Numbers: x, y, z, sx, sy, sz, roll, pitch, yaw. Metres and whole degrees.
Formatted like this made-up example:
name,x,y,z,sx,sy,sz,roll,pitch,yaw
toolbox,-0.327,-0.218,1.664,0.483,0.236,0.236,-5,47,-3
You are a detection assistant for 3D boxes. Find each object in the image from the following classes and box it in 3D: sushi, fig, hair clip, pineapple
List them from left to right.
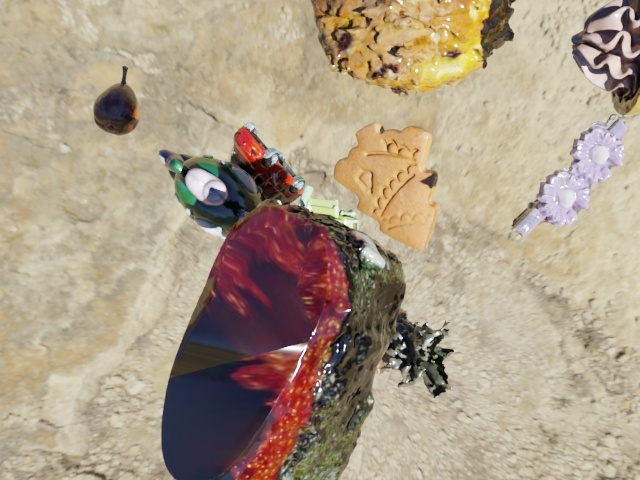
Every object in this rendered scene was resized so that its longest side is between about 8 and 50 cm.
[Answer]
name,x,y,z,sx,sy,sz,roll,pitch,yaw
fig,-0.370,-0.260,1.460,0.088,0.089,0.125,9,65,4
sushi,-0.027,0.090,0.597,0.136,0.126,0.225,20,87,38
pineapple,0.113,0.171,1.398,0.174,0.361,0.175,0,90,-22
hair clip,0.460,-0.112,1.433,0.106,0.084,0.292,41,94,-13

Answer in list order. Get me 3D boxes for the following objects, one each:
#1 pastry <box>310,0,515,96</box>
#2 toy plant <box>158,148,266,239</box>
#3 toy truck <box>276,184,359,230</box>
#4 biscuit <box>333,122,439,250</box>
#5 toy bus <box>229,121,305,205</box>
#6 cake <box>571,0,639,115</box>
name,x,y,z,sx,sy,sz,roll,pitch,yaw
pastry,0.137,-0.435,1.432,0.405,0.292,0.337,44,49,3
toy plant,-0.149,-0.062,1.242,0.243,0.232,0.113,37,87,-19
toy truck,0.001,0.003,1.067,0.128,0.259,0.135,8,88,24
biscuit,0.166,-0.116,1.769,0.283,0.043,0.306,-25,92,42
toy bus,-0.100,-0.121,1.356,0.089,0.195,0.081,-41,64,3
cake,0.460,-0.270,1.157,0.178,0.185,0.208,-4,98,4
